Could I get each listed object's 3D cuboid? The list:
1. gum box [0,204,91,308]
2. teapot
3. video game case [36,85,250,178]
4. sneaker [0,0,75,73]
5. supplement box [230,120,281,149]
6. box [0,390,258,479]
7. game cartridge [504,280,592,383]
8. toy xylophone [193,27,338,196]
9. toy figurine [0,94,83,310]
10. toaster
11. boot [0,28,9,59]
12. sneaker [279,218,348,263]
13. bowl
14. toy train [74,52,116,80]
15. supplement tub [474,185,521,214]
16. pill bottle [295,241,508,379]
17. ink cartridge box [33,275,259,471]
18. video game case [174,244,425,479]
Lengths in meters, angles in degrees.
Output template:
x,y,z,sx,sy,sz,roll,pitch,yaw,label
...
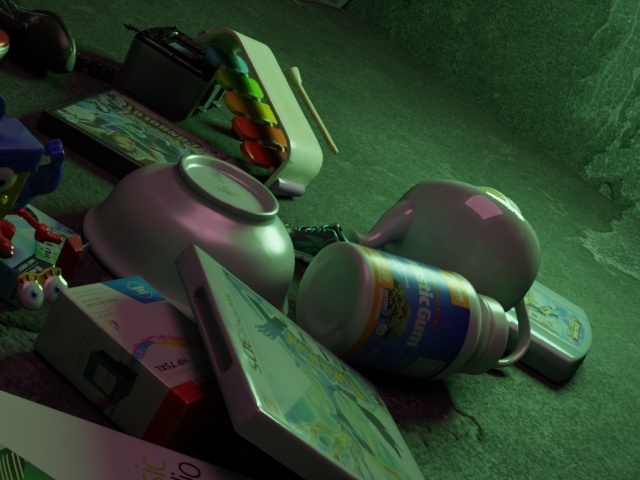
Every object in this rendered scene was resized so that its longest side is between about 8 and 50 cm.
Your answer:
x,y,z,sx,sy,sz,roll,pitch,yaw,label
-0.372,-0.010,1.332,0.184,0.041,0.157,32,20,3,gum box
0.194,0.048,1.760,0.256,0.187,0.252,20,-26,21,teapot
-0.260,-0.139,1.814,0.274,0.035,0.248,31,20,3,video game case
-0.503,-0.341,1.917,0.267,0.101,0.106,35,38,25,sneaker
-0.111,-0.204,2.151,0.083,0.055,0.043,15,23,-36,supplement box
-0.165,0.245,0.975,0.322,0.058,0.232,22,21,-18,box
0.358,0.134,1.986,0.198,0.062,0.297,28,19,6,game cartridge
-0.084,-0.220,2.016,0.236,0.081,0.323,21,41,-57,toy xylophone
-0.378,-0.067,1.135,0.362,0.217,0.191,-2,43,-42,toy figurine
-0.257,-0.299,2.096,0.185,0.110,0.168,32,19,5,toaster
-0.542,-0.361,1.755,0.088,0.176,0.244,41,21,33,boot
0.000,0.000,1.775,0.166,0.076,0.065,30,19,0,sneaker
-0.145,-0.018,1.536,0.297,0.134,0.298,27,20,-11,bowl
-0.423,-0.311,2.019,0.158,0.027,0.036,21,18,-24,toy train
0.259,-0.025,2.097,0.144,0.144,0.199,42,22,30,supplement tub
0.116,0.102,1.575,0.272,0.152,0.152,15,24,-34,pill bottle
-0.161,0.139,1.209,0.231,0.078,0.134,38,21,20,ink cartridge box
-0.004,0.173,1.254,0.329,0.036,0.300,41,11,-34,video game case
